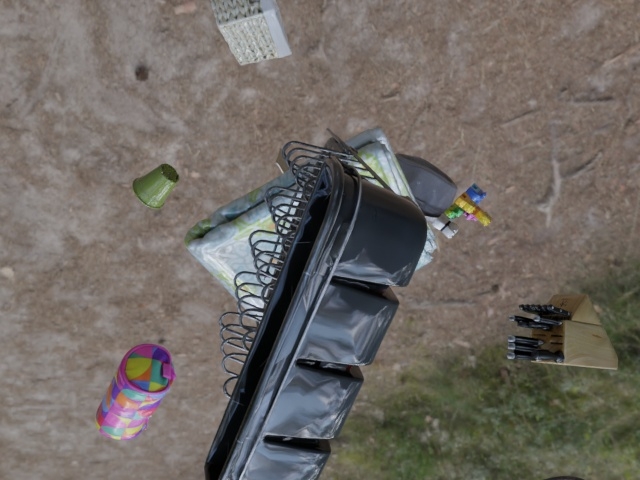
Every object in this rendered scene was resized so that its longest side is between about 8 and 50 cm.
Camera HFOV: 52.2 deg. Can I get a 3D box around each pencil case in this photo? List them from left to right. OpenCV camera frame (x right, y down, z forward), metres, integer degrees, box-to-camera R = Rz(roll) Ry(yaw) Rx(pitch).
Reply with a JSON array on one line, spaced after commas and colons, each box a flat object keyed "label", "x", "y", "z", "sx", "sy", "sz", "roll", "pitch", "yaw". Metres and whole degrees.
[{"label": "pencil case", "x": -0.328, "y": 0.272, "z": 1.157, "sx": 0.104, "sy": 0.105, "sz": 0.236, "roll": 10, "pitch": 143, "yaw": -23}]

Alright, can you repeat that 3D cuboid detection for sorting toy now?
[{"label": "sorting toy", "x": -0.089, "y": -0.183, "z": 1.639, "sx": 0.012, "sy": 0.062, "sz": 0.083, "roll": -13, "pitch": 132, "yaw": 22}]

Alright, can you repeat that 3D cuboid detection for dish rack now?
[{"label": "dish rack", "x": -0.019, "y": 0.024, "z": 0.469, "sx": 0.074, "sy": 0.271, "sz": 0.208, "roll": 19, "pitch": 106, "yaw": -17}]

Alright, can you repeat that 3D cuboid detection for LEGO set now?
[{"label": "LEGO set", "x": 0.360, "y": -0.065, "z": 1.565, "sx": 0.087, "sy": 0.093, "sz": 0.227, "roll": -50, "pitch": 171, "yaw": 33}]

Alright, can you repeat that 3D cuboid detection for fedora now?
[{"label": "fedora", "x": 0.257, "y": -0.152, "z": 1.759, "sx": 0.275, "sy": 0.244, "sz": 0.124, "roll": 26, "pitch": 109, "yaw": 6}]

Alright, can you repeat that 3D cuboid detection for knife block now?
[{"label": "knife block", "x": 0.519, "y": 0.240, "z": 1.424, "sx": 0.088, "sy": 0.242, "sz": 0.276, "roll": -5, "pitch": 121, "yaw": 53}]

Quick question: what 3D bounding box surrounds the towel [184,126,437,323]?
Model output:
[{"label": "towel", "x": 0.000, "y": 0.000, "z": 1.149, "sx": 0.374, "sy": 0.090, "sz": 0.321, "roll": -29, "pitch": 135, "yaw": 5}]

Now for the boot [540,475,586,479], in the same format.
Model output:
[{"label": "boot", "x": 0.169, "y": 0.245, "z": 0.483, "sx": 0.037, "sy": 0.114, "sz": 0.106, "roll": 20, "pitch": 132, "yaw": -7}]

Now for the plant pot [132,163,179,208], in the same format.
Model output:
[{"label": "plant pot", "x": -0.349, "y": -0.124, "z": 1.412, "sx": 0.079, "sy": 0.083, "sz": 0.083, "roll": -37, "pitch": 135, "yaw": 27}]

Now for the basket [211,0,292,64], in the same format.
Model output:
[{"label": "basket", "x": -0.124, "y": -0.395, "z": 1.153, "sx": 0.103, "sy": 0.113, "sz": 0.167, "roll": -16, "pitch": 168, "yaw": 5}]
